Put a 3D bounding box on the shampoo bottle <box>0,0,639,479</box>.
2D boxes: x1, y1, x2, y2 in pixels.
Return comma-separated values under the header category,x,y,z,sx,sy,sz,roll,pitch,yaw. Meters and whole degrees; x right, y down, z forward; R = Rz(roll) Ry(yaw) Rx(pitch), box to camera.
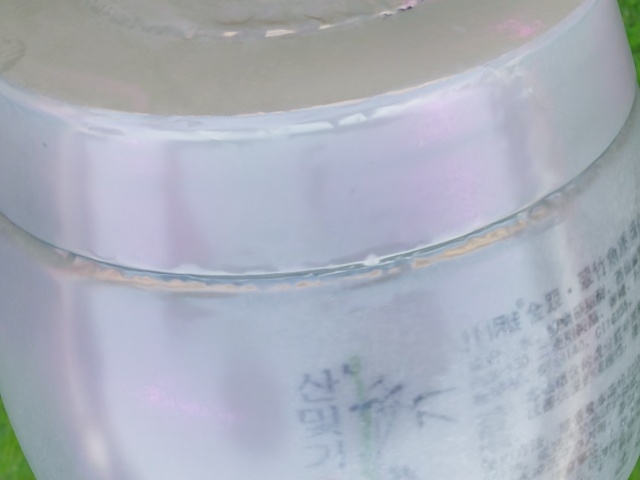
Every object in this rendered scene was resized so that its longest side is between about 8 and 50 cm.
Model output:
category,x,y,z,sx,sy,sz,roll,pitch,yaw
shampoo bottle,0.000,0.000,0.538,0.273,0.273,0.266,-6,121,5
